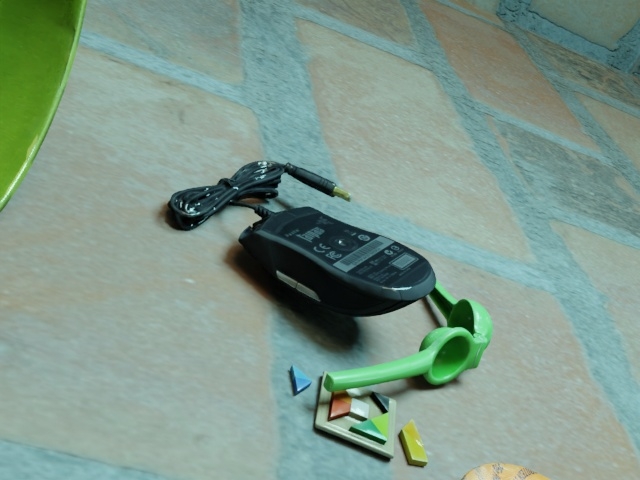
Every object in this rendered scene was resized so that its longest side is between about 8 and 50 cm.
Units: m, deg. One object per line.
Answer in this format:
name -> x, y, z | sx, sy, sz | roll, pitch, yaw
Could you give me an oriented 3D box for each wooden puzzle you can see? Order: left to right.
wooden puzzle -> 0.031, 0.136, 0.714 | 0.116, 0.014, 0.079 | 20, 29, -14

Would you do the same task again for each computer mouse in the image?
computer mouse -> 0.000, 0.000, 0.857 | 0.262, 0.060, 0.184 | 22, 29, 21

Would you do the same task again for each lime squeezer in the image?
lime squeezer -> 0.101, 0.079, 0.816 | 0.110, 0.059, 0.310 | 37, 26, 4

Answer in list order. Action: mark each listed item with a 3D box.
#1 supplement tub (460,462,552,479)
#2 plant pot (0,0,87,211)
supplement tub -> 0.060, 0.205, 0.436 | 0.117, 0.190, 0.117 | 21, 29, -12
plant pot -> -0.389, -0.199, 0.591 | 0.352, 0.367, 0.366 | 17, 28, 3
